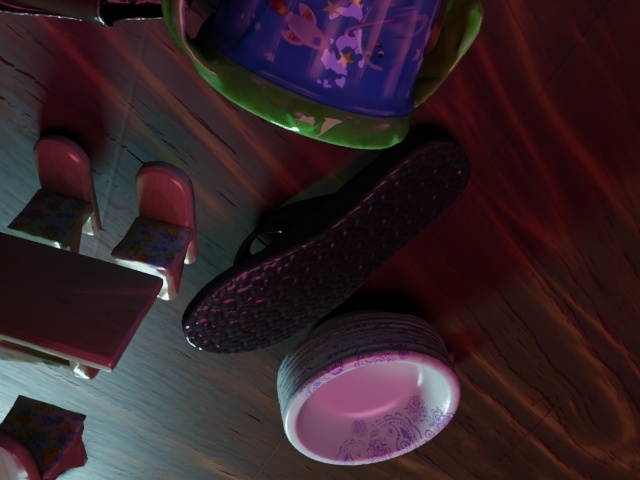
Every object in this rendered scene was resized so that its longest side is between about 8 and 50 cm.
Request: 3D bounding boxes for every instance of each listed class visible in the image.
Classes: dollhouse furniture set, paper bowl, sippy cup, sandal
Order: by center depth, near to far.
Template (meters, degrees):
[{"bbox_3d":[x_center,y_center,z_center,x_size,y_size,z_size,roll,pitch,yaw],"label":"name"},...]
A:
[{"bbox_3d":[0.019,-0.240,0.756,0.240,0.305,0.224,31,117,11],"label":"sippy cup"},{"bbox_3d":[-0.365,0.008,0.780,0.394,0.362,0.256,15,137,9],"label":"dollhouse furniture set"},{"bbox_3d":[0.002,0.001,1.082,0.446,0.107,0.167,-36,134,0],"label":"sandal"},{"bbox_3d":[0.071,0.224,1.275,0.284,0.148,0.284,-7,133,-8],"label":"paper bowl"}]

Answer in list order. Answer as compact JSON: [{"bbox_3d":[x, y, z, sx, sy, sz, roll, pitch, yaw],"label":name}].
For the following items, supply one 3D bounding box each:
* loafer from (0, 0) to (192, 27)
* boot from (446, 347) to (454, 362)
[{"bbox_3d":[-0.223,-0.248,0.752,0.220,0.078,0.080,-6,135,-14],"label":"loafer"},{"bbox_3d":[0.178,0.240,1.415,0.114,0.037,0.106,-9,123,-15],"label":"boot"}]
